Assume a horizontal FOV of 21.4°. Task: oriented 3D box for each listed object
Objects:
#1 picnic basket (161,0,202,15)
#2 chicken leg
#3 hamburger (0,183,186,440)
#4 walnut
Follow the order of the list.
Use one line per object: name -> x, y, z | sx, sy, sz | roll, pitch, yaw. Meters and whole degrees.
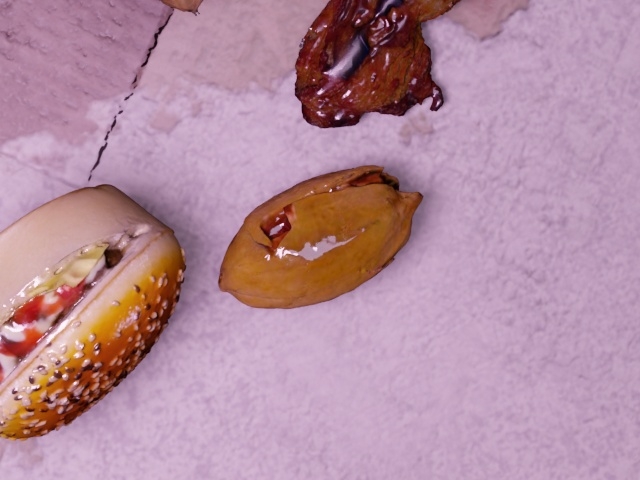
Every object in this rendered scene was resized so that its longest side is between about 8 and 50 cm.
picnic basket -> -0.226, -0.437, 1.761 | 0.337, 0.337, 0.293 | 35, 93, -9
chicken leg -> 0.103, -0.246, 1.902 | 0.177, 0.083, 0.322 | 37, 87, -17
hamburger -> -0.266, 0.081, 1.742 | 0.300, 0.300, 0.176 | -42, 82, -6
walnut -> 0.000, 0.000, 1.866 | 0.245, 0.137, 0.137 | -21, 95, -5
